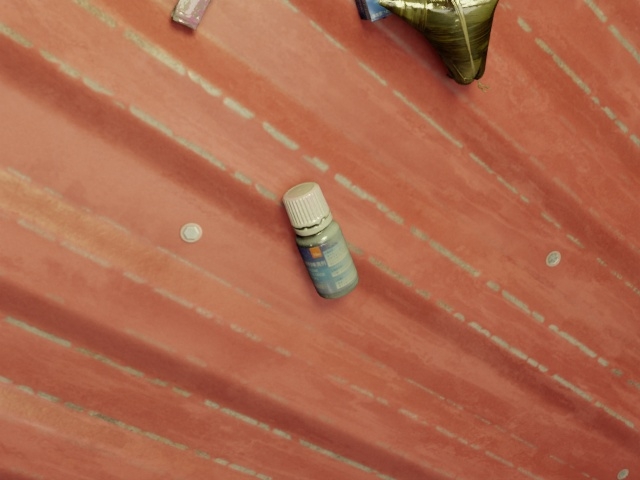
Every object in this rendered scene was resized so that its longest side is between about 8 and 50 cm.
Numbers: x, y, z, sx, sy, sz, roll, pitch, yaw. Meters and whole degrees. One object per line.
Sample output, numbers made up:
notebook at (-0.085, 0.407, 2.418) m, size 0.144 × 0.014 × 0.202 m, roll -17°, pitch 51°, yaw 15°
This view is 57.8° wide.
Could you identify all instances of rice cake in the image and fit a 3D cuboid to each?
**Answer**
rice cake at (-0.147, -0.398, 0.824) m, size 0.047 × 0.036 × 0.206 m, roll 32°, pitch 99°, yaw -15°

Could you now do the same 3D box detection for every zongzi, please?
zongzi at (0.180, -0.310, 0.907) m, size 0.184 × 0.084 × 0.187 m, roll -14°, pitch 139°, yaw -5°

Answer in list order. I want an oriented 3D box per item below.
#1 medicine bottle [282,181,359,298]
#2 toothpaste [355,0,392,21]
medicine bottle at (0.000, 0.000, 1.003) m, size 0.084 × 0.083 × 0.203 m, roll -24°, pitch 115°, yaw -7°
toothpaste at (0.184, -0.421, 0.907) m, size 0.272 × 0.053 × 0.066 m, roll -24°, pitch 116°, yaw -6°
